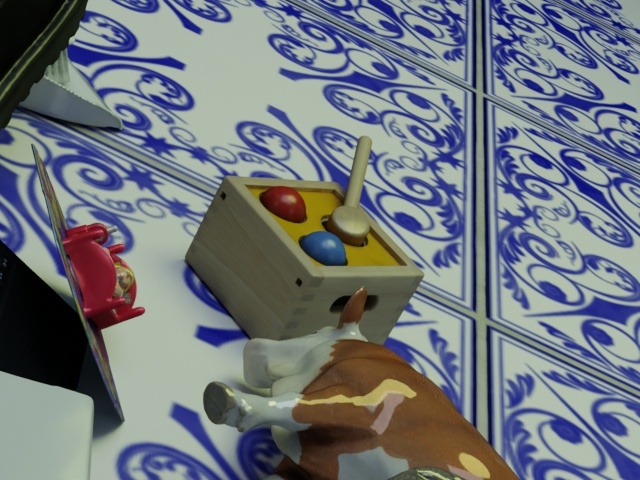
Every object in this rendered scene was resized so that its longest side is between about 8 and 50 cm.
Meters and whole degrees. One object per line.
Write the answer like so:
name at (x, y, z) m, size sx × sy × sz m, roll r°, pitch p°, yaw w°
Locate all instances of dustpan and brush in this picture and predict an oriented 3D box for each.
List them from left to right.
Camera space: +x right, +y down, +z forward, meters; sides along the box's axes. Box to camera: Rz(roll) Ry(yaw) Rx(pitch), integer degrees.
dustpan and brush at (-0.248, -0.151, 1.200) m, size 0.211 × 0.060 × 0.147 m, roll 2°, pitch 36°, yaw -43°

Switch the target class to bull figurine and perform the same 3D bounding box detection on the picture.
bull figurine at (0.036, 0.141, 0.902) m, size 0.188 × 0.101 × 0.310 m, roll -8°, pitch 41°, yaw -47°

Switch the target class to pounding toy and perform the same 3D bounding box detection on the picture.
pounding toy at (0.000, 0.000, 1.124) m, size 0.141 × 0.100 × 0.130 m, roll 0°, pitch 37°, yaw -45°

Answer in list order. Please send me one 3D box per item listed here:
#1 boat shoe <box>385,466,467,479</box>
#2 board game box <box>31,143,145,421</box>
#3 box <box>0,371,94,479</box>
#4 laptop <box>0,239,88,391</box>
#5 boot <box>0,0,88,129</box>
boat shoe at (-0.021, 0.239, 0.632) m, size 0.132 × 0.130 × 0.355 m, roll 42°, pitch 46°, yaw 9°
board game box at (-0.126, 0.018, 0.934) m, size 0.033 × 0.133 × 0.169 m, roll -19°, pitch 38°, yaw -6°
box at (-0.177, 0.130, 0.617) m, size 0.130 × 0.170 × 0.091 m, roll 20°, pitch 28°, yaw -17°
laptop at (-0.173, -0.003, 0.782) m, size 0.264 × 0.136 × 0.234 m, roll 47°, pitch 23°, yaw -25°
boot at (-0.226, -0.208, 0.989) m, size 0.131 × 0.260 × 0.348 m, roll 9°, pitch 45°, yaw 3°
